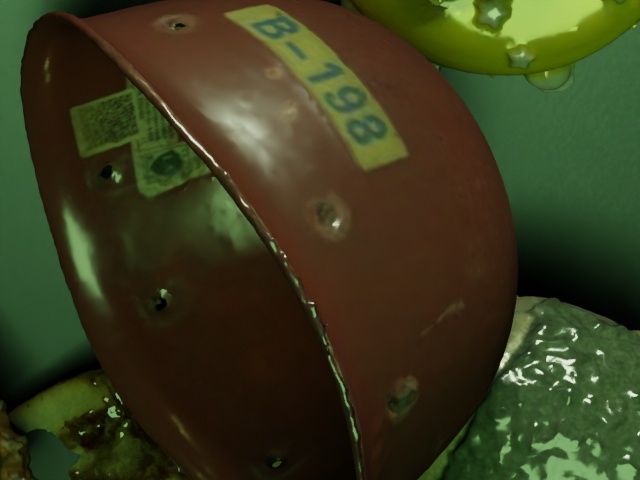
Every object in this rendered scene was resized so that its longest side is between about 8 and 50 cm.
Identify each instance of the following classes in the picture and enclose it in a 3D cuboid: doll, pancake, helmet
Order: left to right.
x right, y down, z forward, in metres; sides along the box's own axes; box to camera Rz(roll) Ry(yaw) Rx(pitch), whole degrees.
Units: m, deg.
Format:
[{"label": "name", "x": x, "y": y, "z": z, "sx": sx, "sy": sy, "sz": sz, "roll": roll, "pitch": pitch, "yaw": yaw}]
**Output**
[{"label": "pancake", "x": -0.063, "y": 0.131, "z": 1.189, "sx": 0.257, "sy": 0.056, "sz": 0.212, "roll": 32, "pitch": 117, "yaw": -23}, {"label": "helmet", "x": 0.000, "y": 0.000, "z": 1.002, "sx": 0.230, "sy": 0.385, "sz": 0.337, "roll": -27, "pitch": 149, "yaw": -25}, {"label": "doll", "x": 0.113, "y": -0.205, "z": 1.017, "sx": 0.237, "sy": 0.111, "sz": 0.252, "roll": -7, "pitch": 117, "yaw": 17}, {"label": "doll", "x": 0.217, "y": 0.174, "z": 1.126, "sx": 0.349, "sy": 0.247, "sz": 0.247, "roll": 30, "pitch": 111, "yaw": 7}]

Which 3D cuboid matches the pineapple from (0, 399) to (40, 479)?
[{"label": "pineapple", "x": -0.318, "y": 0.078, "z": 1.102, "sx": 0.169, "sy": 0.169, "sz": 0.340, "roll": -20, "pitch": 113, "yaw": 7}]
